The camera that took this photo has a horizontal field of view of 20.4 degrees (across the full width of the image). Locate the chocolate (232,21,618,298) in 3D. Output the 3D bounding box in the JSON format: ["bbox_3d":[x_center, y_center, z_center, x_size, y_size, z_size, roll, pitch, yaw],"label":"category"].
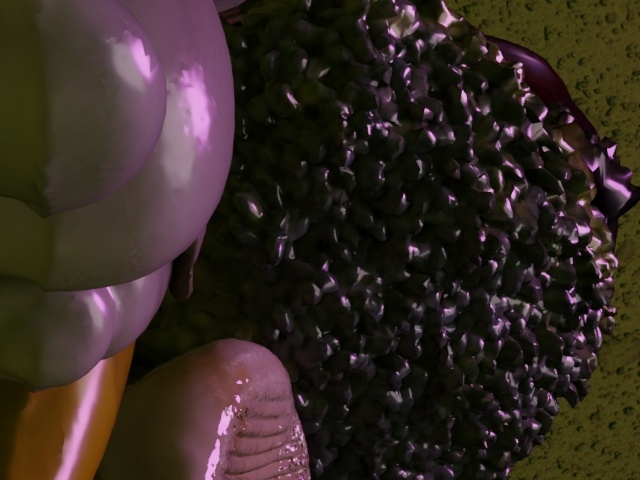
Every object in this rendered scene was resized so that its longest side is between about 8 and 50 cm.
[{"bbox_3d":[0.068,-0.011,1.405,0.383,0.331,0.384,3,90,-87],"label":"chocolate"}]

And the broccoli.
[{"bbox_3d":[0.018,0.018,0.965,0.277,0.338,0.317,-64,-159,0],"label":"broccoli"}]

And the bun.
[{"bbox_3d":[-0.067,0.128,0.753,0.183,0.102,0.183,1,90,-76],"label":"bun"}]

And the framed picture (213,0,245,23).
[{"bbox_3d":[-0.009,-0.158,0.949,0.136,0.201,0.010,89,-19,-74],"label":"framed picture"}]

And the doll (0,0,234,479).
[{"bbox_3d":[-0.081,-0.039,0.501,0.252,0.111,0.237,-91,-166,-48],"label":"doll"}]
